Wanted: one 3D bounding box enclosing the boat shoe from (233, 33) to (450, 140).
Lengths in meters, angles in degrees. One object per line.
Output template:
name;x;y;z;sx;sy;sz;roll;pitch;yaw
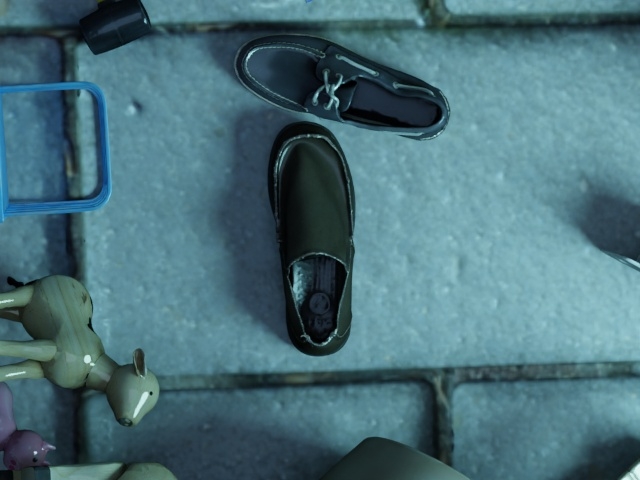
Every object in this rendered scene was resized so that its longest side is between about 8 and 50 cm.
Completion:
boat shoe;0.022;-0.142;1.656;0.206;0.065;0.075;17;93;-6

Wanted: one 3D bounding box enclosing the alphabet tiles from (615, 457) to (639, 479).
alphabet tiles;0.317;0.306;1.621;0.198;0.009;0.237;-40;110;-15

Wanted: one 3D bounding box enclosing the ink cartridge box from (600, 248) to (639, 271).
ink cartridge box;0.360;0.028;1.676;0.180;0.104;0.060;27;92;-6

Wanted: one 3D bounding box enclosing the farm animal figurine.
farm animal figurine;-0.201;0.208;1.567;0.172;0.327;0.330;-1;100;-26

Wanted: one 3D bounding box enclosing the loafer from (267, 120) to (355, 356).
loafer;0.000;0.000;1.657;0.080;0.078;0.220;-8;95;-4

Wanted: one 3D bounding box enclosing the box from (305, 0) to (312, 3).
box;0.042;-0.301;1.658;0.178;0.042;0.109;-28;95;-2

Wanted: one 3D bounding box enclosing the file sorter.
file sorter;-0.239;-0.081;1.589;0.104;0.170;0.118;-3;94;-8

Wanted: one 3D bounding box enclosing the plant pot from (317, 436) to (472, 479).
plant pot;0.045;0.338;1.596;0.323;0.323;0.280;34;74;-6

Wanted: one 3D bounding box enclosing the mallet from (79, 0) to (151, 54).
mallet;-0.224;-0.258;1.647;0.062;0.039;0.189;-31;91;0
